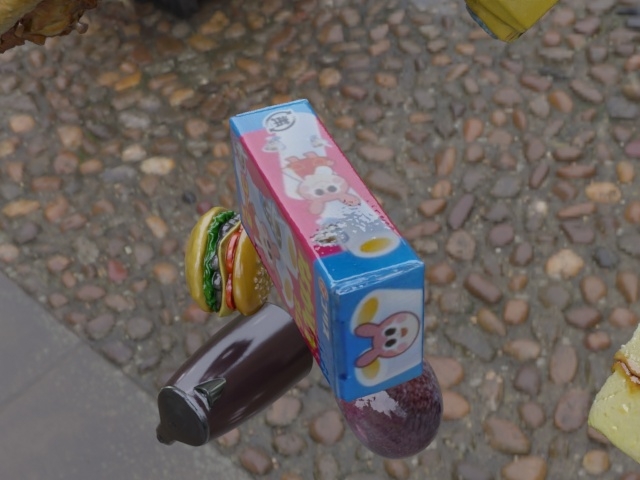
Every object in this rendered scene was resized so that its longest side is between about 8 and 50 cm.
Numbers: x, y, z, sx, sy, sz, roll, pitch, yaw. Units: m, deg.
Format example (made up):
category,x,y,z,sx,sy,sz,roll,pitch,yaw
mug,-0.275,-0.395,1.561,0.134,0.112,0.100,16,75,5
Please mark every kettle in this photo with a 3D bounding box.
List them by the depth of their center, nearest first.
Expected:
category,x,y,z,sx,sy,sz,roll,pitch,yaw
kettle,-0.151,0.217,1.514,0.232,0.202,0.144,-34,87,-40

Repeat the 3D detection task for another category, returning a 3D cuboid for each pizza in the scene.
category,x,y,z,sx,sy,sz,roll,pitch,yaw
pizza,-0.245,-0.223,0.893,0.271,0.056,0.134,-25,-5,28

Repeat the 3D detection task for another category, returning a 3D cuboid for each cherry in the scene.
category,x,y,z,sx,sy,sz,roll,pitch,yaw
cherry,0.093,0.213,1.380,0.140,0.176,0.176,-22,44,18

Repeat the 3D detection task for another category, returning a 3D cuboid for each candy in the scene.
category,x,y,z,sx,sy,sz,roll,pitch,yaw
candy,0.001,0.000,1.017,0.100,0.157,0.306,-15,42,-14

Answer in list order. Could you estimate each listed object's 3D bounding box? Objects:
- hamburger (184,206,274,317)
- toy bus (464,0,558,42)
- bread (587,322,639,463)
category,x,y,z,sx,sy,sz,roll,pitch,yaw
hamburger,-0.124,0.031,1.391,0.115,0.162,0.162,6,49,15
toy bus,0.097,-0.335,0.918,0.335,0.121,0.123,46,23,-2
bread,0.555,0.238,1.557,0.240,0.135,0.178,-58,38,4
